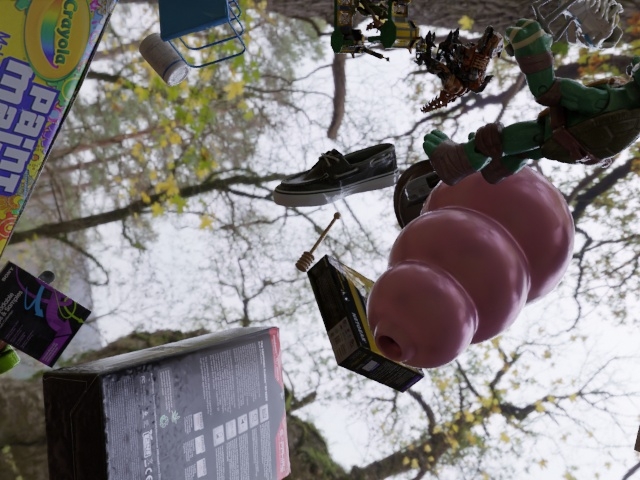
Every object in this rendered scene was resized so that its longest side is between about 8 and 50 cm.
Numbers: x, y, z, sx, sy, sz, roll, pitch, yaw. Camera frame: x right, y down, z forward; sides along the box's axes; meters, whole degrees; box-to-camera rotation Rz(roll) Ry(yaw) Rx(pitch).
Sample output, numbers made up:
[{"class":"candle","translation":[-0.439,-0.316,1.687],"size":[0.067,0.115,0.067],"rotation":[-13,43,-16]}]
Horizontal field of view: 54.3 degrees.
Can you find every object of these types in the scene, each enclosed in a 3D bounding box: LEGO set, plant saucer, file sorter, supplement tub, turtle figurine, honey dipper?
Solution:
[{"class":"LEGO set","translation":[0.174,-0.547,1.463],"size":[0.331,0.192,0.255],"rotation":[9,-75,61]},{"class":"plant saucer","translation":[0.351,-0.089,1.803],"size":[0.311,0.310,0.050],"rotation":[66,-18,13]},{"class":"file sorter","translation":[-0.198,-0.397,1.060],"size":[0.104,0.118,0.170],"rotation":[49,30,-65]},{"class":"supplement tub","translation":[-0.359,-0.417,1.442],"size":[0.107,0.071,0.071],"rotation":[48,-33,9]},{"class":"turtle figurine","translation":[0.210,-0.115,0.520],"size":[0.234,0.175,0.118],"rotation":[-29,-124,44]},{"class":"honey dipper","translation":[0.000,0.000,1.347],"size":[0.030,0.161,0.030],"rotation":[28,-27,16]}]

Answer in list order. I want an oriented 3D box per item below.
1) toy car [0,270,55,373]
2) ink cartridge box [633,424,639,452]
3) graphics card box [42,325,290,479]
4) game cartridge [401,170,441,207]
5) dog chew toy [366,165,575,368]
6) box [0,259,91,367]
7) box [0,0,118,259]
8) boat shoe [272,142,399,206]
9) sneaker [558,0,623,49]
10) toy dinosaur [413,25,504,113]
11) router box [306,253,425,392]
[{"class":"toy car","translation":[-0.600,0.144,1.242],"size":[0.149,0.188,0.155],"rotation":[-1,-61,58]},{"class":"ink cartridge box","translation":[0.600,0.358,1.128],"size":[0.028,0.083,0.048],"rotation":[13,-89,48]},{"class":"graphics card box","translation":[-0.171,0.248,0.804],"size":[0.094,0.371,0.233],"rotation":[-5,-91,25]},{"class":"game cartridge","translation":[0.361,-0.168,1.674],"size":[0.198,0.297,0.062],"rotation":[24,46,-89]},{"class":"dog chew toy","translation":[0.180,0.035,0.792],"size":[0.206,0.332,0.207],"rotation":[29,-42,29]},{"class":"box","translation":[-0.490,0.125,1.054],"size":[0.162,0.116,0.029],"rotation":[39,-18,-25]},{"class":"box","translation":[-0.310,-0.115,0.421],"size":[0.279,0.177,0.290],"rotation":[45,-69,41]},{"class":"boat shoe","translation":[0.036,-0.169,1.526],"size":[0.121,0.335,0.119],"rotation":[38,-41,56]},{"class":"sneaker","translation":[0.502,-0.431,1.149],"size":[0.092,0.228,0.087],"rotation":[27,-88,32]},{"class":"toy dinosaur","translation":[0.378,-0.487,1.784],"size":[0.322,0.164,0.218],"rotation":[-41,-108,27]},{"class":"router box","translation":[0.107,0.202,1.543],"size":[0.081,0.243,0.309],"rotation":[-43,-140,20]}]
